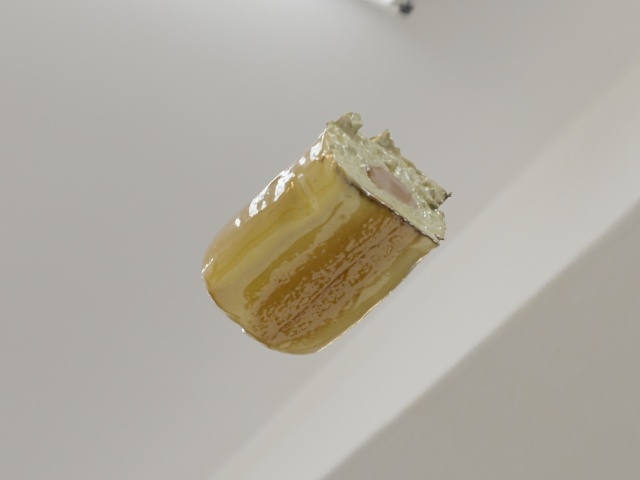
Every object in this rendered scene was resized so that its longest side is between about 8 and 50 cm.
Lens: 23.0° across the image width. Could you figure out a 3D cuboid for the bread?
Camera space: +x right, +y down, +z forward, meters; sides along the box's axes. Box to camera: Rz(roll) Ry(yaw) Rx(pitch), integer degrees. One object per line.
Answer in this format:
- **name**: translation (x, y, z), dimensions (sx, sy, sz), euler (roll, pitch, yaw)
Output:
- **bread**: translation (-0.001, -0.001, 1.157), dimensions (0.173, 0.085, 0.134), euler (-40, -51, 22)
